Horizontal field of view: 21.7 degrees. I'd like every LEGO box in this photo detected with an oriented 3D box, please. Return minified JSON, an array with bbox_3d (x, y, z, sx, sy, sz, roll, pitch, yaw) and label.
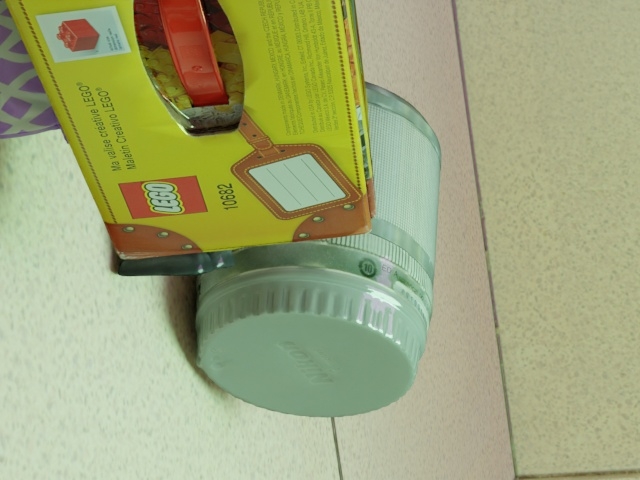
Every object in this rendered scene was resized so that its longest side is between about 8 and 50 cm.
[{"bbox_3d":[-0.088,-0.267,1.050,0.500,0.193,0.373,79,5,-63],"label":"LEGO box"}]

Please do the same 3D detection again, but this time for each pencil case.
[{"bbox_3d":[-0.214,-0.170,1.148,0.086,0.088,0.206,-36,122,-50],"label":"pencil case"}]

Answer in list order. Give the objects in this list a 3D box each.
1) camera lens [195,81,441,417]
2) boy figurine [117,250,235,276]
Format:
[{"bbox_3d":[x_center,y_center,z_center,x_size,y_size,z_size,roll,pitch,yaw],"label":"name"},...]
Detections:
[{"bbox_3d":[0.000,0.000,1.568,0.219,0.219,0.274,62,28,-52],"label":"camera lens"},{"bbox_3d":[-0.130,-0.113,1.408,0.177,0.092,0.285,-5,92,-70],"label":"boy figurine"}]
